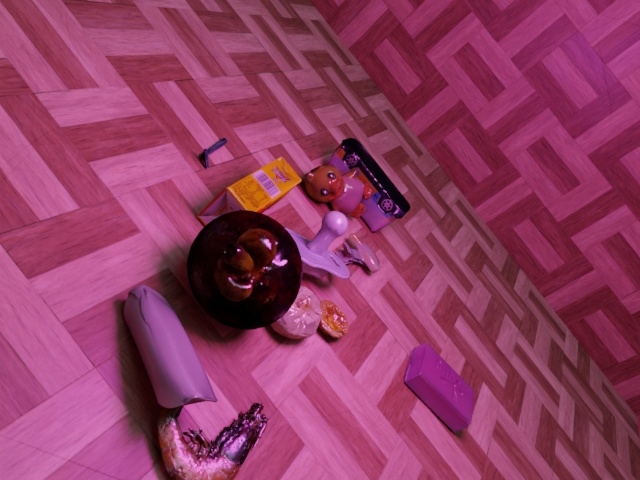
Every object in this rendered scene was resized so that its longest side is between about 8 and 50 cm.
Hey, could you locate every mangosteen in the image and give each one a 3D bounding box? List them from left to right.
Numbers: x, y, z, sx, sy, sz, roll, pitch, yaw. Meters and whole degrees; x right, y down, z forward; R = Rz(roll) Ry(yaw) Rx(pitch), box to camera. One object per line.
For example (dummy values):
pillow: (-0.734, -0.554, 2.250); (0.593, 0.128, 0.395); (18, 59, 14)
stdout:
mangosteen: (-0.177, 0.065, 1.414); (0.297, 0.293, 0.297); (20, 50, -27)

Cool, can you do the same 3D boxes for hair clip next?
hair clip: (0.142, 0.049, 2.087); (0.218, 0.071, 0.159); (17, 42, -50)

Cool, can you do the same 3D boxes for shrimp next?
shrimp: (-0.231, 0.397, 1.220); (0.222, 0.054, 0.290); (53, 34, 3)

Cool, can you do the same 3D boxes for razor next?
razor: (-0.342, -0.294, 1.833); (0.190, 0.033, 0.066); (-66, 158, -59)

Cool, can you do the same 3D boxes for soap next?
soap: (0.405, 0.493, 1.940); (0.259, 0.081, 0.181); (47, 31, -7)

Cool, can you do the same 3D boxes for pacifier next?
pacifier: (0.000, 0.000, 1.795); (0.287, 0.226, 0.238); (28, 19, -35)

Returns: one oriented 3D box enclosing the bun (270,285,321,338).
bun: (-0.066, 0.195, 1.601); (0.188, 0.111, 0.164); (1, 59, -57)

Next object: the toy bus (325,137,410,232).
toy bus: (0.176, -0.222, 2.314); (0.386, 0.162, 0.171); (52, 27, 0)

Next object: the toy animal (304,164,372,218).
toy animal: (0.052, -0.199, 2.138); (0.169, 0.195, 0.281); (24, 3, 42)

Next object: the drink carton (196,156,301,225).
drink carton: (-0.204, -0.130, 1.719); (0.111, 0.154, 0.351); (50, 31, -4)

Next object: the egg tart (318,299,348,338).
egg tart: (0.028, 0.241, 1.734); (0.130, 0.052, 0.130); (34, 36, -29)

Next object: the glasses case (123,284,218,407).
glasses case: (-0.326, 0.237, 1.222); (0.308, 0.083, 0.128); (54, 9, 34)
